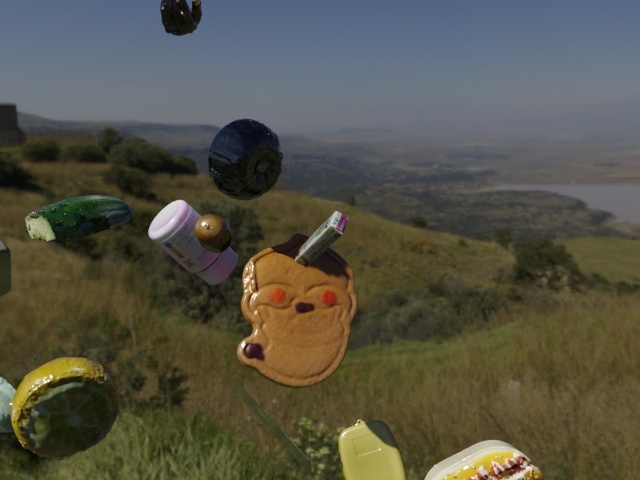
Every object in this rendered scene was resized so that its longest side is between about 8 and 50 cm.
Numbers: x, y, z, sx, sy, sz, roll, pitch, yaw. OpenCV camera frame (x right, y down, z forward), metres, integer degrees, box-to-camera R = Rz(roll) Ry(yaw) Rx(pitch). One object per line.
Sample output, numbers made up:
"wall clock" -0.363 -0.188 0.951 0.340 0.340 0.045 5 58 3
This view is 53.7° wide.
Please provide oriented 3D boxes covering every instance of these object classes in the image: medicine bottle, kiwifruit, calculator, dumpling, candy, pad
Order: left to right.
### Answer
"dumpling" -0.963 0.477 1.813 0.217 0.104 0.149 9 31 -8
"candy" -0.638 0.418 1.590 0.260 0.259 0.118 -6 22 -28
"medicine bottle" -0.377 0.010 1.895 0.152 0.254 0.152 -31 33 23
"kiwifruit" -0.218 -0.014 1.288 0.075 0.075 0.124 -1 -13 0
"pad" -0.080 0.324 1.087 0.004 0.127 0.190 -40 64 -21
"calculator" 0.130 0.567 1.592 0.157 0.236 0.033 -19 -26 3

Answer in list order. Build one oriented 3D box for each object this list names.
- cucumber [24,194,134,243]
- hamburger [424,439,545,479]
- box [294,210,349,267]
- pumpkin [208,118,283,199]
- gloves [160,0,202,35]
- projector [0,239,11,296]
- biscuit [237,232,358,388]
"cucumber" -0.697 -0.079 1.893 0.145 0.105 0.325 9 18 35
"hamburger" 0.384 0.609 1.503 0.295 0.227 0.151 -31 16 1
"box" 0.000 0.000 1.548 0.041 0.049 0.207 33 -37 -10
"pumpkin" -0.212 -0.229 1.788 0.163 0.233 0.233 24 22 32
"gloves" -0.440 -0.719 1.962 0.129 0.106 0.180 17 -11 4
"projector" -0.945 0.104 1.625 0.270 0.193 0.088 -17 45 -42
"biscuit" -0.059 0.198 1.839 0.350 0.455 0.078 8 -21 -19
